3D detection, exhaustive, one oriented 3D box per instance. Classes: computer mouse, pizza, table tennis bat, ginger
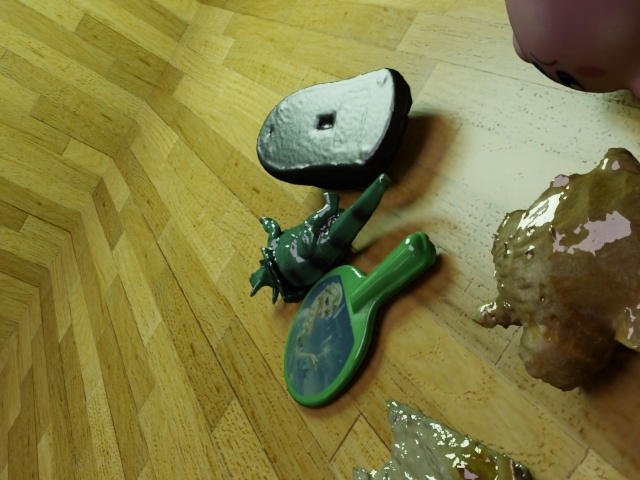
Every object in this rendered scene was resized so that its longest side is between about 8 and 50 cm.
[{"bbox_3d":[0.026,-0.132,1.005,0.270,0.086,0.137,0,73,50],"label":"computer mouse"},{"bbox_3d":[0.087,0.218,0.638,0.181,0.034,0.262,-54,28,15],"label":"pizza"},{"bbox_3d":[0.033,0.079,0.858,0.257,0.039,0.160,-45,34,33],"label":"table tennis bat"},{"bbox_3d":[0.197,0.023,0.561,0.216,0.102,0.157,-29,65,42],"label":"ginger"}]

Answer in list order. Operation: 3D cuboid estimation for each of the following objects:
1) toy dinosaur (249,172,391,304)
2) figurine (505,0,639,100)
[{"bbox_3d":[-0.002,-0.013,0.958,0.292,0.079,0.120,-45,37,34],"label":"toy dinosaur"},{"bbox_3d":[0.232,-0.205,0.642,0.173,0.173,0.173,-40,34,35],"label":"figurine"}]
